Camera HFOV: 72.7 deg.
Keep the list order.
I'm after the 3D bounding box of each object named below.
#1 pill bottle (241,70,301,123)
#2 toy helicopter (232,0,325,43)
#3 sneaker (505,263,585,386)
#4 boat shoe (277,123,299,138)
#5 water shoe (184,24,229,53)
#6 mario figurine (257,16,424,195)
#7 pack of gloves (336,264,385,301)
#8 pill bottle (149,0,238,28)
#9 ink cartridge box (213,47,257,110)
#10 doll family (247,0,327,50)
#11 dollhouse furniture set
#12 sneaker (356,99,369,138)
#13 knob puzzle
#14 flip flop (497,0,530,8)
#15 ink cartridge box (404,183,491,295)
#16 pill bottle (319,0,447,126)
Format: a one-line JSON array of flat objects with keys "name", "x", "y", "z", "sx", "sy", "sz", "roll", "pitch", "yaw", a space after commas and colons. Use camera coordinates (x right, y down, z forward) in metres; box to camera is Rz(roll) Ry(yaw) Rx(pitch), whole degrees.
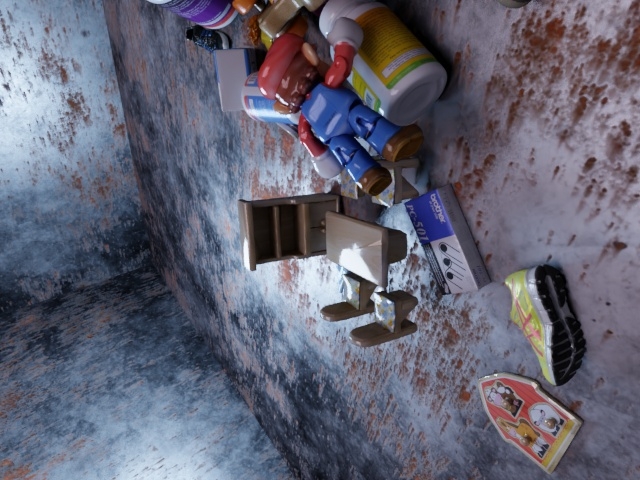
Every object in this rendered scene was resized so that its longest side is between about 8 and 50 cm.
[{"name": "pill bottle", "x": -0.075, "y": -0.346, "z": 1.054, "sx": 0.221, "sy": 0.124, "sz": 0.124, "roll": 17, "pitch": 123, "yaw": 36}, {"name": "toy helicopter", "x": -0.019, "y": -0.457, "z": 0.765, "sx": 0.140, "sy": 0.235, "sz": 0.355, "roll": 38, "pitch": -169, "yaw": -29}, {"name": "sneaker", "x": 0.374, "y": 0.142, "z": 0.741, "sx": 0.094, "sy": 0.081, "sz": 0.208, "roll": -12, "pitch": 92, "yaw": 65}, {"name": "boat shoe", "x": -0.103, "y": -0.346, "z": 1.195, "sx": 0.065, "sy": 0.075, "sz": 0.206, "roll": -50, "pitch": 49, "yaw": 7}, {"name": "water shoe", "x": -0.361, "y": -0.627, "z": 1.376, "sx": 0.203, "sy": 0.080, "sz": 0.073, "roll": 40, "pitch": 139, "yaw": 38}, {"name": "mario figurine", "x": 0.032, "y": -0.233, "z": 0.743, "sx": 0.320, "sy": 0.198, "sz": 0.170, "roll": 49, "pitch": 177, "yaw": 16}, {"name": "pack of gloves", "x": 0.090, "y": 0.086, "z": 1.156, "sx": 0.195, "sy": 0.046, "sz": 0.232, "roll": 22, "pitch": 126, "yaw": 51}, {"name": "pill bottle", "x": -0.344, "y": -0.660, "z": 1.078, "sx": 0.181, "sy": 0.323, "sz": 0.181, "roll": 4, "pitch": 101, "yaw": 21}, {"name": "ink cartridge box", "x": -0.220, "y": -0.441, "z": 1.180, "sx": 0.203, "sy": 0.086, "sz": 0.148, "roll": -92, "pitch": -2, "yaw": -65}, {"name": "doll family", "x": -0.098, "y": -0.520, "z": 1.005, "sx": 0.163, "sy": 0.118, "sz": 0.263, "roll": 54, "pitch": 144, "yaw": 17}, {"name": "dollhouse furniture set", "x": 0.000, "y": 0.000, "z": 0.971, "sx": 0.394, "sy": 0.256, "sz": 0.362, "roll": 24, "pitch": 120, "yaw": 60}, {"name": "sneaker", "x": 0.076, "y": -0.271, "z": 0.962, "sx": 0.170, "sy": 0.051, "sz": 0.089, "roll": 11, "pitch": 117, "yaw": 49}, {"name": "knob puzzle", "x": 0.393, "y": 0.348, "z": 0.869, "sx": 0.213, "sy": 0.030, "sz": 0.213, "roll": 34, "pitch": 135, "yaw": 43}, {"name": "flip flop", "x": 0.205, "y": -0.433, "z": 0.633, "sx": 0.277, "sy": 0.112, "sz": 0.080, "roll": 56, "pitch": 161, "yaw": 10}, {"name": "ink cartridge box", "x": 0.249, "y": 0.002, "z": 0.864, "sx": 0.097, "sy": 0.046, "sz": 0.207, "roll": -24, "pitch": 87, "yaw": 58}, {"name": "pill bottle", "x": 0.104, "y": -0.338, "z": 0.794, "sx": 0.245, "sy": 0.136, "sz": 0.136, "roll": 57, "pitch": 147, "yaw": 18}]
